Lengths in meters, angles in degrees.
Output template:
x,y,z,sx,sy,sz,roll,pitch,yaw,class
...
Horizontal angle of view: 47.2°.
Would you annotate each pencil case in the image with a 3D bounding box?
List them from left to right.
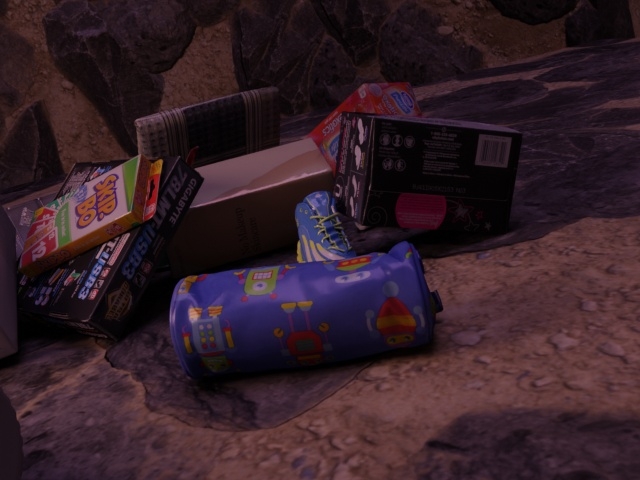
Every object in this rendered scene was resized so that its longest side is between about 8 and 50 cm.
x,y,z,sx,sy,sz,roll,pitch,yaw,class
-0.016,0.076,0.843,0.305,0.119,0.133,-10,41,9,pencil case

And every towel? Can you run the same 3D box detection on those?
x,y,z,sx,sy,sz,roll,pitch,yaw,class
-0.234,-0.173,1.570,0.312,0.324,0.056,-20,53,-21,towel

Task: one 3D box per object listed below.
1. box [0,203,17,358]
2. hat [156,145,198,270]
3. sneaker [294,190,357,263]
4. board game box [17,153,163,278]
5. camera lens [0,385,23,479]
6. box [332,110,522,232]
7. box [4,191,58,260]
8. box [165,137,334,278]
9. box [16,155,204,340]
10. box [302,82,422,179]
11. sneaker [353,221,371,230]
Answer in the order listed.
x,y,z,sx,sy,sz,roll,pitch,yaw,class
-0.596,0.045,1.103,0.214,0.168,0.345,-22,38,-9,box
-0.309,-0.060,1.409,0.172,0.184,0.208,-11,16,1,hat
0.000,0.000,1.076,0.091,0.126,0.240,-16,16,-9,sneaker
-0.354,-0.040,1.131,0.259,0.039,0.124,-22,47,20,board game box
-0.421,0.183,0.629,0.274,0.220,0.219,-1,20,36,camera lens
0.158,-0.108,1.126,0.247,0.164,0.142,2,11,-20,box
-0.525,0.018,1.359,0.183,0.056,0.231,-22,50,-28,box
-0.135,-0.060,1.299,0.310,0.148,0.121,-18,42,-10,box
-0.360,0.003,1.175,0.293,0.073,0.296,2,59,39,box
0.087,-0.216,1.539,0.128,0.123,0.257,-11,-14,-36,box
0.148,-0.069,1.278,0.211,0.080,0.081,-25,21,31,sneaker
